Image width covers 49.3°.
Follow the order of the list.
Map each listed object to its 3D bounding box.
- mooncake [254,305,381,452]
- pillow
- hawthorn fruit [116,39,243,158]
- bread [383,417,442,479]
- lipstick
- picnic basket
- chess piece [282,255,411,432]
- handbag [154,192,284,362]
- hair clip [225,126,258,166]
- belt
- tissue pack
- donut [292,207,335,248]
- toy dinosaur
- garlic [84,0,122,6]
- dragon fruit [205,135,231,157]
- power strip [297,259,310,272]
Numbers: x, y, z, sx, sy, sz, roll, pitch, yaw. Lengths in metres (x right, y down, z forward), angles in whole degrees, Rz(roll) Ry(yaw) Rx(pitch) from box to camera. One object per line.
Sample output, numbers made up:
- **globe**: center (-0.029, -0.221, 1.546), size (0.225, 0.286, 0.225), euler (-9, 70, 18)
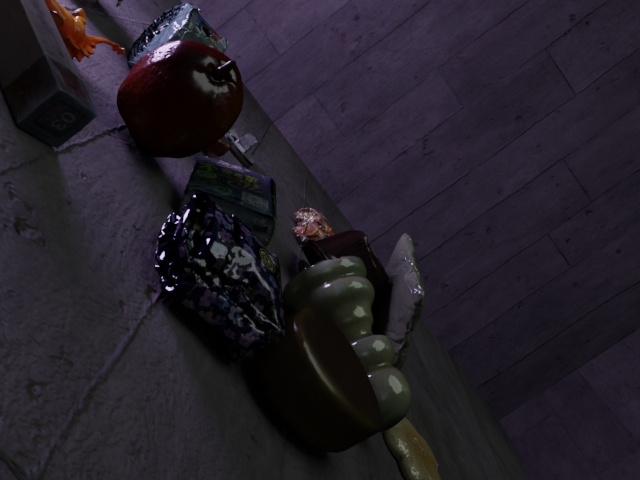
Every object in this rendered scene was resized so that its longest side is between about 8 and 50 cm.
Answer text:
- **mooncake**: center (-0.005, 0.218, 1.072), size (0.235, 0.117, 0.235), euler (55, 10, -14)
- **pillow**: center (0.188, 0.165, 1.676), size (0.076, 0.281, 0.274), euler (10, 31, -10)
- **hawthorn fruit**: center (-0.235, -0.254, 1.243), size (0.215, 0.249, 0.216), euler (28, 54, -47)
- **bread**: center (0.197, 0.455, 1.501), size (0.182, 0.039, 0.251), euler (53, 9, -10)
- **lipstick**: center (-0.418, -0.293, 0.973), size (0.372, 0.079, 0.076), euler (59, 11, 27)
- **picnic basket**: center (0.067, 0.070, 1.731), size (0.223, 0.129, 0.297), euler (61, -7, -4)
- **chess piece**: center (0.066, 0.209, 1.356), size (0.331, 0.182, 0.182), euler (64, 12, 27)
- **handbag**: center (-0.141, 0.041, 1.011), size (0.208, 0.126, 0.229), euler (51, 17, -25)
- **hair clip**: center (-0.234, -0.284, 2.057), size (0.140, 0.054, 0.220), euler (57, 10, -10)
- **belt**: center (-0.326, -0.429, 1.589), size (0.150, 0.207, 0.257), euler (45, 4, -32)
- **tissue pack**: center (-0.169, -0.081, 1.310), size (0.173, 0.073, 0.235), euler (18, 18, -12)
- **donut**: center (0.000, 0.000, 2.080), size (0.199, 0.085, 0.233), euler (53, 10, -17)
- **toy dinosaur**: center (-0.439, -0.366, 1.201), size (0.288, 0.070, 0.117), euler (35, 31, -54)
- **garlic**: center (-0.497, -0.645, 1.610), size (0.281, 0.184, 0.203), euler (-108, 180, -68)
- **dragon fruit**: center (-0.263, -0.235, 1.684), size (0.083, 0.056, 0.060), euler (50, 29, 23)
- **power strip**: center (0.052, 0.206, 1.607), size (0.388, 0.066, 0.092), euler (57, -3, 15)
